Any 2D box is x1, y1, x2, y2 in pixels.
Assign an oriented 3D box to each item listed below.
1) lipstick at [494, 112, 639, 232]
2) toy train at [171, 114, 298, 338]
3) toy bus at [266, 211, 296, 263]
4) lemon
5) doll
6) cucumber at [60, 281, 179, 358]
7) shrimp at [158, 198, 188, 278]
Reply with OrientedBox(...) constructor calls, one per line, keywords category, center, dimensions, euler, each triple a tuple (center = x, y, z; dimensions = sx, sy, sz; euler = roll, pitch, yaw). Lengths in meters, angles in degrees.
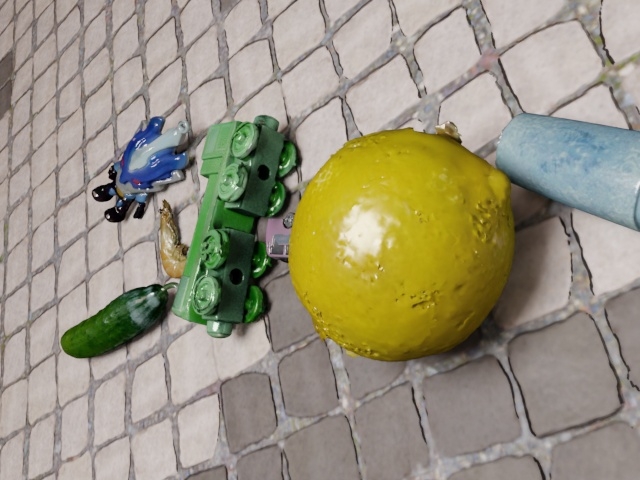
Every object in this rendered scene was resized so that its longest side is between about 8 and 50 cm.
OrientedBox(category="lipstick", center=(0.245, -0.032, 0.489), dimensions=(0.274, 0.061, 0.068), euler=(27, 92, 46))
OrientedBox(category="toy train", center=(-0.103, -0.019, 0.806), dimensions=(0.119, 0.085, 0.251), euler=(2, 75, 50))
OrientedBox(category="toy bus", center=(0.000, 0.000, 0.730), dimensions=(0.131, 0.037, 0.052), euler=(1, 81, 42))
OrientedBox(category="lemon", center=(0.060, 0.007, 0.575), dimensions=(0.206, 0.174, 0.173), euler=(-59, 45, 22))
OrientedBox(category="doll", center=(-0.233, -0.099, 0.967), dimensions=(0.195, 0.070, 0.096), euler=(-38, 83, 31))
OrientedBox(category="cucumber", center=(-0.261, 0.106, 0.924), dimensions=(0.250, 0.056, 0.056), euler=(-29, 57, 36))
OrientedBox(category="shrimp", center=(-0.171, -0.011, 0.906), dimensions=(0.083, 0.023, 0.114), euler=(-29, 62, 30))
